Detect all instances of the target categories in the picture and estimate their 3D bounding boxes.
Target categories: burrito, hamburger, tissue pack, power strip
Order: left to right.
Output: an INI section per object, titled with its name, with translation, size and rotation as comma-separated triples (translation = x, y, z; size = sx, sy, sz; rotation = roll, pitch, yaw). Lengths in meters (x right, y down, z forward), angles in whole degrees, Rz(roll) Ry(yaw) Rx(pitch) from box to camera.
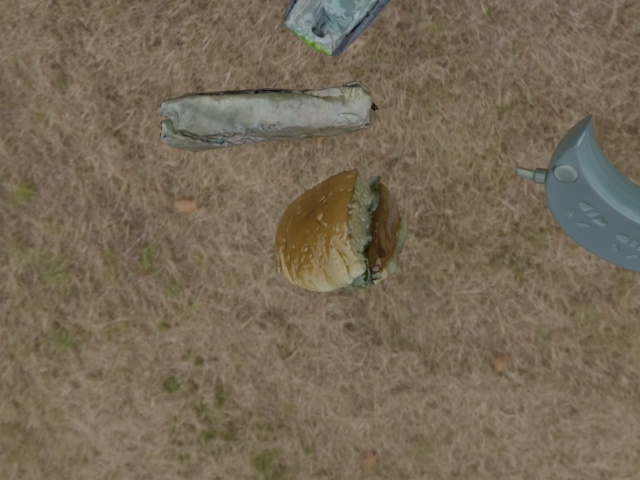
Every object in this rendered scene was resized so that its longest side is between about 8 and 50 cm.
[burrito]
translation = -0.041, -0.095, 0.481
size = 0.171, 0.042, 0.051
rotation = 0, 160, 7
[hamburger]
translation = 0.000, 0.000, 0.883
size = 0.207, 0.155, 0.135
rotation = -9, 129, 37
[tissue pack]
translation = 0.073, -0.279, 0.544
size = 0.073, 0.236, 0.173
rotation = 37, 139, -9
[power strip]
translation = 0.339, -0.038, 0.691
size = 0.253, 0.054, 0.168
rotation = 27, 151, 12
